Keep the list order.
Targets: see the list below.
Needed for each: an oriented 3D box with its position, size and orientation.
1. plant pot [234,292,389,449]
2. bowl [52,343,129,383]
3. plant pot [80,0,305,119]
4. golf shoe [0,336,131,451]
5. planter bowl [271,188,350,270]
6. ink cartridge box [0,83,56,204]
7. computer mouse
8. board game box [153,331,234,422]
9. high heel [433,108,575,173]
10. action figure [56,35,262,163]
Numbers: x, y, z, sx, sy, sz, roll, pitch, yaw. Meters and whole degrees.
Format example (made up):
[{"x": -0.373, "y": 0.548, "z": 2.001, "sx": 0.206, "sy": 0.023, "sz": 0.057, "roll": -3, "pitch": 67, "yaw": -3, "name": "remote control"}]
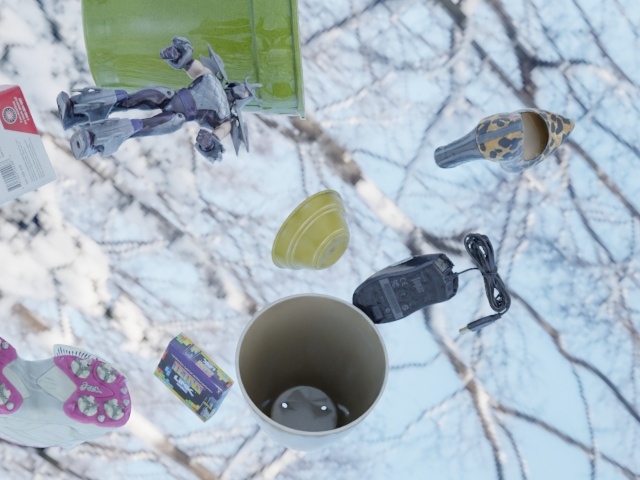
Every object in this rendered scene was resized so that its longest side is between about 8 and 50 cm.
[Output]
[{"x": -0.022, "y": 0.267, "z": 2.128, "sx": 0.274, "sy": 0.256, "sz": 0.256, "roll": 97, "pitch": 17, "yaw": -61, "name": "plant pot"}, {"x": -0.479, "y": 0.282, "z": 2.435, "sx": 0.170, "sy": 0.170, "sz": 0.080, "roll": -11, "pitch": -131, "yaw": 53, "name": "bowl"}, {"x": -0.212, "y": -0.374, "z": 2.048, "sx": 0.353, "sy": 0.366, "sz": 0.366, "roll": -4, "pitch": -147, "yaw": 0, "name": "plant pot"}, {"x": -0.377, "y": 0.185, "z": 1.414, "sx": 0.140, "sy": 0.306, "sz": 0.115, "roll": -41, "pitch": -139, "yaw": 35, "name": "golf shoe"}, {"x": 0.000, "y": 0.000, "z": 2.694, "sx": 0.090, "sy": 0.217, "sz": 0.217, "roll": 40, "pitch": -91, "yaw": 26, "name": "planter bowl"}, {"x": -0.667, "y": -0.153, "z": 2.268, "sx": 0.273, "sy": 0.197, "sz": 0.114, "roll": -28, "pitch": -159, "yaw": -27, "name": "ink cartridge box"}, {"x": 0.196, "y": 0.094, "z": 2.095, "sx": 0.262, "sy": 0.184, "sz": 0.060, "roll": -25, "pitch": -155, "yaw": 11, "name": "computer mouse"}, {"x": -0.290, "y": 0.313, "z": 2.753, "sx": 0.048, "sy": 0.170, "sz": 0.141, "roll": -39, "pitch": 165, "yaw": -42, "name": "board game box"}, {"x": 0.318, "y": -0.159, "z": 1.787, "sx": 0.261, "sy": 0.093, "sz": 0.186, "roll": -15, "pitch": 178, "yaw": -28, "name": "high heel"}, {"x": -0.204, "y": -0.179, "z": 1.643, "sx": 0.285, "sy": 0.185, "sz": 0.099, "roll": -16, "pitch": 158, "yaw": -25, "name": "action figure"}]
